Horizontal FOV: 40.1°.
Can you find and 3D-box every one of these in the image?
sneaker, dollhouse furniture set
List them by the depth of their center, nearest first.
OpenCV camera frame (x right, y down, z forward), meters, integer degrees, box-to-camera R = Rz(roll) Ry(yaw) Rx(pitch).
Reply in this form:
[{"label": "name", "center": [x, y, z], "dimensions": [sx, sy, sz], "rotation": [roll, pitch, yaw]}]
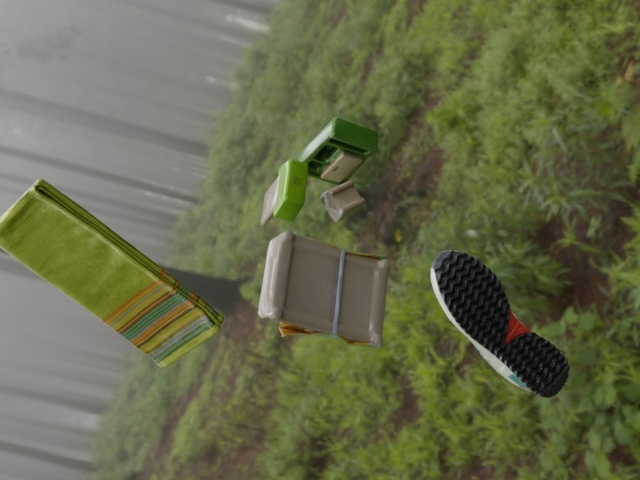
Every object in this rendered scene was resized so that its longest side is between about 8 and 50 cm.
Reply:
[{"label": "dollhouse furniture set", "center": [0.000, 0.000, 0.557], "dimensions": [0.058, 0.076, 0.152], "rotation": [136, 145, -58]}, {"label": "sneaker", "center": [0.146, 0.076, 0.782], "dimensions": [0.057, 0.161, 0.075], "rotation": [-47, 9, -15]}]

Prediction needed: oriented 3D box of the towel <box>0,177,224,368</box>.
[{"label": "towel", "center": [-0.217, 0.041, 0.890], "dimensions": [0.102, 0.237, 0.021], "rotation": [-38, 24, 27]}]
